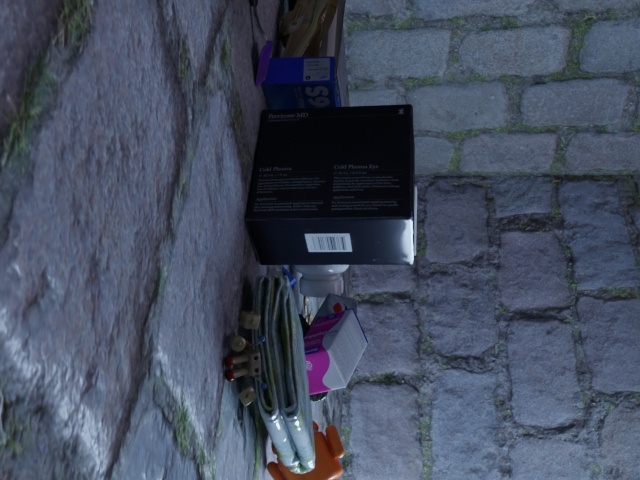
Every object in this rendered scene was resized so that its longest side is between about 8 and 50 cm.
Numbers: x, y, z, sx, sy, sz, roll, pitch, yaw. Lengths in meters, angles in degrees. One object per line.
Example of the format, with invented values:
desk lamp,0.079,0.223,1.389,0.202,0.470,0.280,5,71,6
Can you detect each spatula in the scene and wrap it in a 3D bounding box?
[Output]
spatula,-0.128,-0.466,1.575,0.084,0.030,0.297,-65,155,-55

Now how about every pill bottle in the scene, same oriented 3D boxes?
pill bottle,0.000,0.000,2.118,0.169,0.169,0.302,-55,144,-79

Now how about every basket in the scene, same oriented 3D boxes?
basket,-0.011,-0.572,2.108,0.204,0.154,0.227,-136,-131,-85

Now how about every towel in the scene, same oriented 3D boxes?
towel,-0.078,0.284,1.595,0.374,0.090,0.321,80,4,-58

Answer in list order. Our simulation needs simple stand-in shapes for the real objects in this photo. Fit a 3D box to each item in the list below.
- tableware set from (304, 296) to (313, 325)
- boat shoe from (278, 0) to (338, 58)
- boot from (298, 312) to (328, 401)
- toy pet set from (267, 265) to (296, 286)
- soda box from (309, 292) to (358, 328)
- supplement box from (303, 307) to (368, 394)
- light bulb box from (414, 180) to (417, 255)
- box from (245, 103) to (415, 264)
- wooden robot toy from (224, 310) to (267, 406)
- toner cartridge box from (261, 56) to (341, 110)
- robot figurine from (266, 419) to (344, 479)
tableware set,-0.041,0.261,2.414,0.141,0.020,0.169,83,10,-48
boat shoe,-0.053,-0.521,1.916,0.122,0.110,0.341,92,17,-57
boot,-0.062,0.315,2.028,0.161,0.083,0.247,165,-93,-74
toy pet set,-0.086,0.092,1.817,0.114,0.065,0.122,63,27,-76
soda box,0.014,0.274,2.144,0.286,0.091,0.098,118,-16,-47
supplement box,0.026,0.277,1.903,0.114,0.111,0.220,66,25,-16
light bulb box,0.131,-0.094,2.427,0.361,0.357,0.225,-62,153,-78
box,0.035,-0.120,1.649,0.179,0.343,0.313,78,14,-55
wooden robot toy,-0.149,0.210,1.389,0.079,0.076,0.173,18,-68,60
toner cartridge box,-0.032,-0.310,1.841,0.348,0.165,0.075,74,18,-65
robot figurine,-0.031,0.506,1.757,0.128,0.158,0.219,-10,61,-47
